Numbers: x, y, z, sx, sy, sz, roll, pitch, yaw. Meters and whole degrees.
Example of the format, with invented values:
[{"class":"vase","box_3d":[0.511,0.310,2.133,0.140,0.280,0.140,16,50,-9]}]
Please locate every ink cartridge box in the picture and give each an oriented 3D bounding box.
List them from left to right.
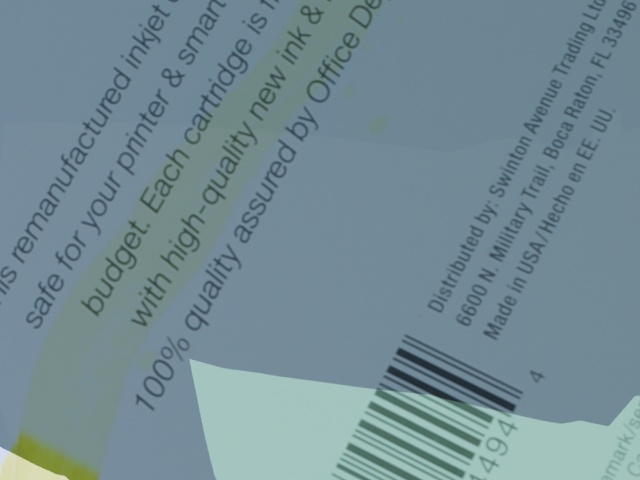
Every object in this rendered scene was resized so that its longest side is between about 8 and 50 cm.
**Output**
[{"class":"ink cartridge box","box_3d":[0.000,0.000,0.598,0.385,0.160,0.279,26,78,13]}]
